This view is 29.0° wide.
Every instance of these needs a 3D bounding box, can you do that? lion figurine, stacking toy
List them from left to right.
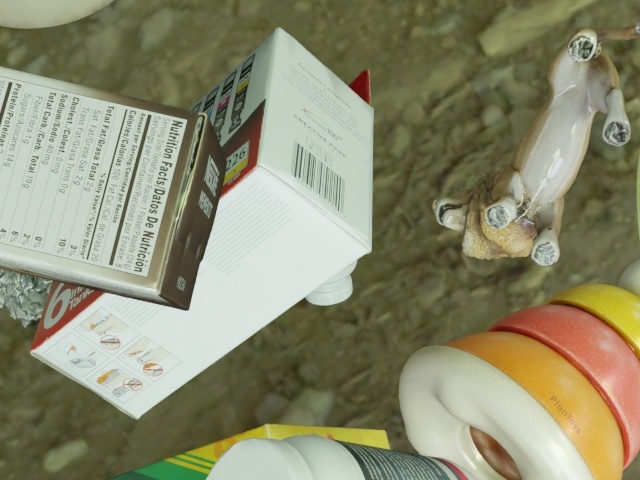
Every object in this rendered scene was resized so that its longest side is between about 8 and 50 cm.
[{"bbox_3d":[0.281,-0.121,1.497,0.392,0.142,0.240,-57,3,22],"label":"lion figurine"},{"bbox_3d":[0.381,0.183,1.740,0.480,0.350,0.351,-36,27,-25],"label":"stacking toy"}]

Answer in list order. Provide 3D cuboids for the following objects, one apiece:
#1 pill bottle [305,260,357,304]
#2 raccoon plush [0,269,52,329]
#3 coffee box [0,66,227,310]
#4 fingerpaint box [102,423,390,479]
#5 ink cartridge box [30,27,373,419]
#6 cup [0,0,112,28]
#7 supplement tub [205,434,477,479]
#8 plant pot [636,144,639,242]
[{"bbox_3d":[0.000,0.000,1.841,0.103,0.184,0.103,-7,28,4],"label":"pill bottle"},{"bbox_3d":[-0.310,-0.066,1.425,0.299,0.446,0.216,-31,23,52],"label":"raccoon plush"},{"bbox_3d":[-0.222,-0.046,0.815,0.168,0.297,0.118,97,-174,-83],"label":"coffee box"},{"bbox_3d":[-0.120,0.443,2.135,0.371,0.445,0.163,-22,71,24],"label":"fingerpaint box"},{"bbox_3d":[-0.102,-0.033,1.138,0.309,0.130,0.272,-37,29,29],"label":"ink cartridge box"},{"bbox_3d":[-0.427,-0.510,1.787,0.331,0.237,0.331,1,61,-1],"label":"cup"},{"bbox_3d":[0.029,0.301,1.257,0.191,0.272,0.191,-23,59,45],"label":"supplement tub"},{"bbox_3d":[0.475,-0.027,1.101,0.294,0.274,0.275,-5,37,37],"label":"plant pot"}]
